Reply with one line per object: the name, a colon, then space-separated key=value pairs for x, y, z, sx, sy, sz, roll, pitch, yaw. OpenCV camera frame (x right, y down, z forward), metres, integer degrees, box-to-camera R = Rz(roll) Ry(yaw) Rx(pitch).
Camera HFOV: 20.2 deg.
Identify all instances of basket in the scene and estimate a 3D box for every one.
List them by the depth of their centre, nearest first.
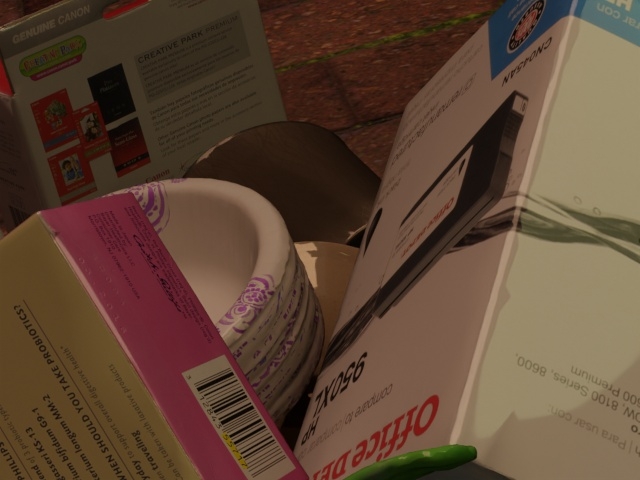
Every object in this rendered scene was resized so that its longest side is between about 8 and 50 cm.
basket: x=0.000 y=0.000 z=1.620 sx=0.204 sy=0.154 sz=0.227 roll=-17 pitch=28 yaw=-24

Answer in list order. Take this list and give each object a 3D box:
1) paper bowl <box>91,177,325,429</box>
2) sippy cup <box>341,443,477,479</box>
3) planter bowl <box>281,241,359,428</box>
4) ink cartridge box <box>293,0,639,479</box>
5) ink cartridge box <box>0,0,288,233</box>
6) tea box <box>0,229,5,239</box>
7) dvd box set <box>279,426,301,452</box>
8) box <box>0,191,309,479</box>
paper bowl: x=-0.135 y=0.091 z=1.314 sx=0.284 sy=0.148 sz=0.284 roll=-16 pitch=34 yaw=11
sippy cup: x=0.102 y=0.258 z=0.841 sx=0.224 sy=0.305 sz=0.240 roll=-30 pitch=17 yaw=21
planter bowl: x=-0.007 y=0.091 z=1.444 sx=0.162 sy=0.162 sz=0.109 roll=-9 pitch=50 yaw=10
ink cartridge box: x=0.131 y=0.038 z=1.133 sx=0.285 sy=0.166 sz=0.395 roll=-45 pitch=23 yaw=56
ink cartridge box: x=-0.207 y=-0.161 z=1.906 sx=0.309 sy=0.272 sz=0.130 roll=-28 pitch=29 yaw=-29
tea box: x=-0.443 y=0.105 z=1.444 sx=0.329 sy=0.220 sz=0.323 roll=-21 pitch=19 yaw=21
dvd box set: x=-0.165 y=0.236 z=1.309 sx=0.420 sy=0.062 sz=0.307 roll=2 pitch=30 yaw=29
box: x=-0.172 y=0.127 z=1.095 sx=0.243 sy=0.213 sz=0.117 roll=-35 pitch=-7 yaw=22
